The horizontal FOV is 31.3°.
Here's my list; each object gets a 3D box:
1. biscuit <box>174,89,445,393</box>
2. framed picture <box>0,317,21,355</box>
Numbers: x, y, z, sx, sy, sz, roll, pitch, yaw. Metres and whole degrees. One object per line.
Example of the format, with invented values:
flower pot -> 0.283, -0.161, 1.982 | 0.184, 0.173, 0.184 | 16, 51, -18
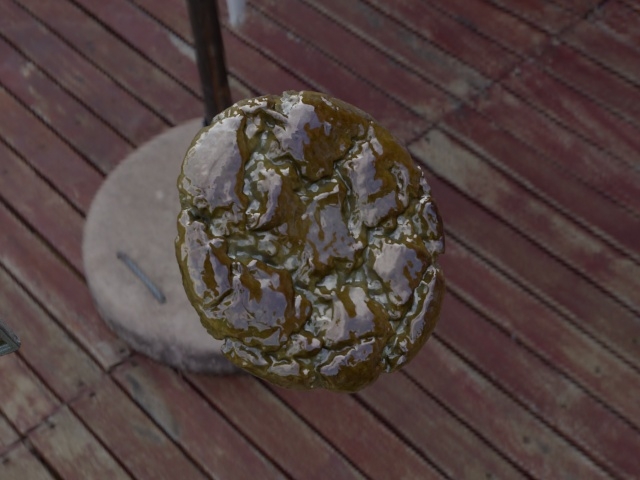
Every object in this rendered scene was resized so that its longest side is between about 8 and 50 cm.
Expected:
biscuit -> 0.000, 0.000, 0.794 | 0.226, 0.226, 0.042 | -50, 18, -30
framed picture -> -0.517, 0.126, 1.257 | 0.315, 0.232, 0.024 | -21, 61, -3
